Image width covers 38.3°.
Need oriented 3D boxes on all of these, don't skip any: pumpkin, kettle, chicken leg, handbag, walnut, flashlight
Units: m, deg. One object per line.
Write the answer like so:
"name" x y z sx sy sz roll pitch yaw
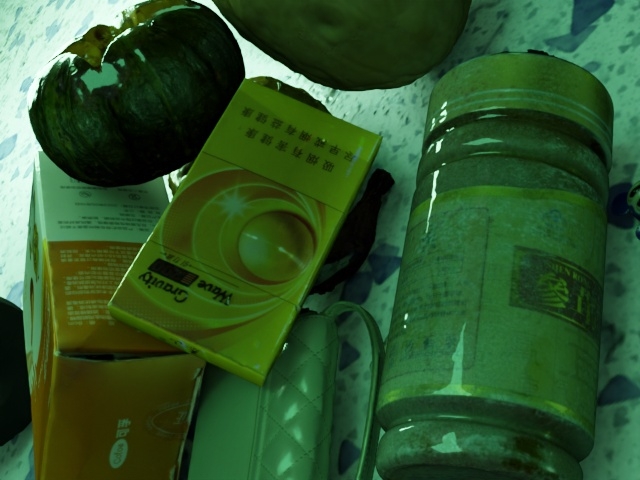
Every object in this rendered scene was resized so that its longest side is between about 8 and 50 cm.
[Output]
"pumpkin" -0.187 -0.149 0.957 0.238 0.159 0.238 -25 23 11
"kettle" -0.490 0.174 1.244 0.207 0.250 0.271 -35 23 -24
"chicken leg" 0.001 0.007 0.905 0.205 0.093 0.053 -29 11 -30
"handbag" -0.024 0.176 0.801 0.219 0.079 0.256 -27 44 38
"walnut" 0.015 -0.292 0.945 0.252 0.313 0.277 -54 15 -5
"flashlight" 0.277 -0.054 0.702 0.121 0.035 0.057 -44 38 13

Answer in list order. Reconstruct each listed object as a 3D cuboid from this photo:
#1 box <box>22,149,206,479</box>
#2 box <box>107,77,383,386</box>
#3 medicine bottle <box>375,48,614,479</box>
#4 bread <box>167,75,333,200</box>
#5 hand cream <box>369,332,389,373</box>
"box" -0.229 0.086 0.970 0.341 0.143 0.225 -114 33 -49
"box" -0.061 -0.015 0.848 0.152 0.043 0.269 24 64 7
"medicine bottle" 0.135 0.030 0.694 0.151 0.151 0.322 -13 54 41
"bread" -0.066 -0.078 1.012 0.198 0.120 0.236 -43 40 6
"hand cream" 0.092 0.066 0.814 0.143 0.039 0.061 -56 27 -16
